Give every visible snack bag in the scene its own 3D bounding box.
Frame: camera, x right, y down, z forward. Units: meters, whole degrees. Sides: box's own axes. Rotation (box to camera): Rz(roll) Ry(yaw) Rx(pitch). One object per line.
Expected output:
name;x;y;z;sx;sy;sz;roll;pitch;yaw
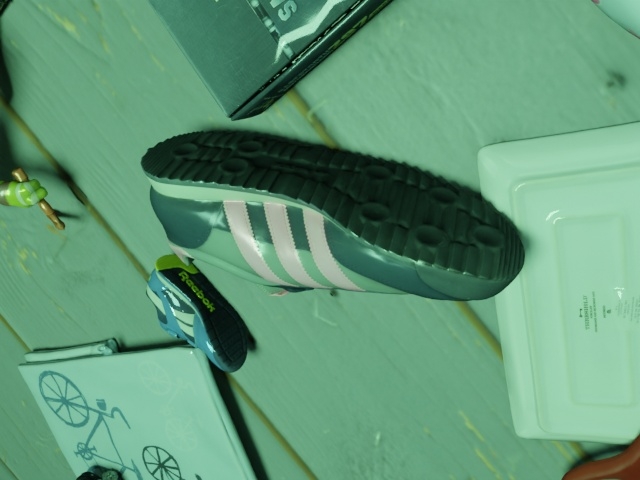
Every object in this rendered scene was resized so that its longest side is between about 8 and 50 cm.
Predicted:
snack bag;-0.223;0.274;0.659;0.342;0.037;0.323;-13;104;28

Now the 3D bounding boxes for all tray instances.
tray;0.210;0.052;0.386;0.145;0.030;0.271;-6;107;24

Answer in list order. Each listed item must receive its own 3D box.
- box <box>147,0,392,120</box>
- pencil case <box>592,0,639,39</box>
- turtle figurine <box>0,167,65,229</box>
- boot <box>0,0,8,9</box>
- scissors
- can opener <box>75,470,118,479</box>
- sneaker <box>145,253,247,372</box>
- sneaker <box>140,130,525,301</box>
box;-0.061;-0.239;0.376;0.183;0.059;0.233;-31;94;30
pencil case;0.226;-0.135;0.254;0.273;0.124;0.113;41;120;4
turtle figurine;-0.412;-0.095;0.523;0.269;0.087;0.217;24;148;20
boot;-0.354;-0.239;0.493;0.106;0.082;0.219;-5;106;28
scissors;0.267;0.134;0.359;0.108;0.021;0.297;15;127;14
can opener;-0.249;0.365;0.657;0.186;0.059;0.073;26;92;2
sneaker;-0.134;0.084;0.539;0.059;0.053;0.144;-44;80;30
sneaker;0.000;0.000;0.430;0.318;0.112;0.131;18;132;20
